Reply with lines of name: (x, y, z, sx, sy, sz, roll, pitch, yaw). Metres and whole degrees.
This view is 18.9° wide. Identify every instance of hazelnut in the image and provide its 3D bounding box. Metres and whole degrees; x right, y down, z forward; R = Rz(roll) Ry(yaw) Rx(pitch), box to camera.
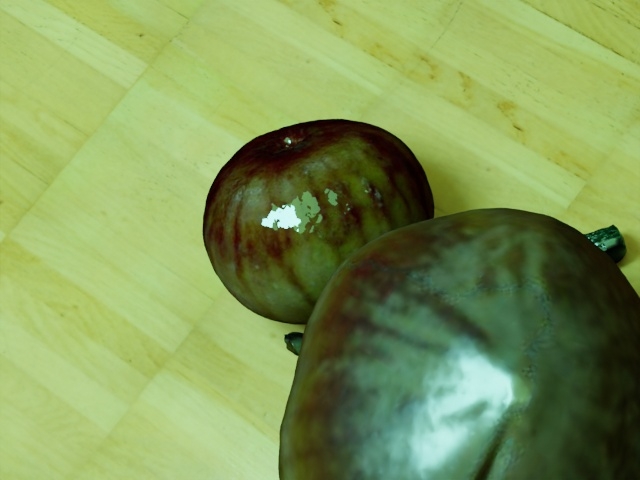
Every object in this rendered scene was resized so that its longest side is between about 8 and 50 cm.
hazelnut: (0.134, 0.166, 1.742, 0.359, 0.359, 0.409, 6, 65, 16)

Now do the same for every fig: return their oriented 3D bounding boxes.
fig: (-0.003, -0.017, 1.940, 0.235, 0.214, 0.235, -33, 31, 23)

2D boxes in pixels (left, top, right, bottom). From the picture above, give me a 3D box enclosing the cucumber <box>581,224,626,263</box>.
cucumber: (0.186, 0.043, 1.946, 0.257, 0.043, 0.044, -22, 57, 4)
